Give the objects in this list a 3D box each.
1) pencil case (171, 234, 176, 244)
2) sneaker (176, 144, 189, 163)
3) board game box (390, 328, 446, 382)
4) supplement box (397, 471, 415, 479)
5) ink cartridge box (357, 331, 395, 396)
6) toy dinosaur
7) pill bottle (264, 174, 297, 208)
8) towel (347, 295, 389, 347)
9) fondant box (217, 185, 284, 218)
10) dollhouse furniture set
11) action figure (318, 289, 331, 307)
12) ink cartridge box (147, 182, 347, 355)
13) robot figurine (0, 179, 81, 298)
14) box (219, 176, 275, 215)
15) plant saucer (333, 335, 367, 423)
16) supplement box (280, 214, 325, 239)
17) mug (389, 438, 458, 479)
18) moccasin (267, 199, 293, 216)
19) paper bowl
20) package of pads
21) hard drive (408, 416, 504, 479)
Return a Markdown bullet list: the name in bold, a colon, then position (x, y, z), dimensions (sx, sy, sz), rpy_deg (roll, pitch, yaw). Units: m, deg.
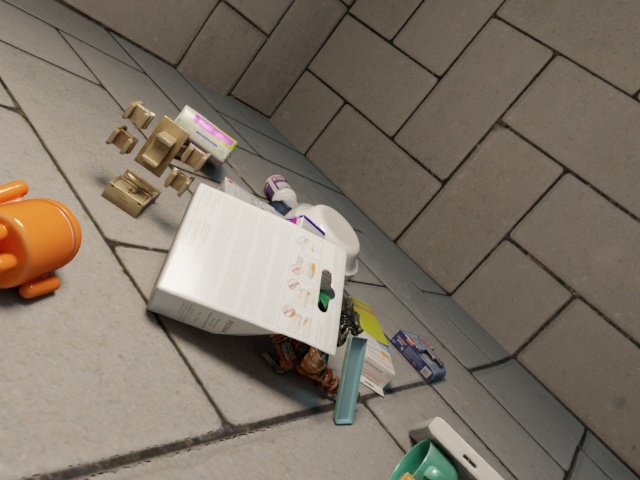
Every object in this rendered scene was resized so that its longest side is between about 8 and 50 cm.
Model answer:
- **pencil case**: position (-0.244, 0.026, 1.365), dimensions (0.133, 0.119, 0.306), rpy_deg (57, 18, 13)
- **sneaker**: position (-0.508, -0.330, 1.904), dimensions (0.071, 0.066, 0.188), rpy_deg (46, 15, 27)
- **board game box**: position (0.362, 0.399, 1.871), dimensions (0.194, 0.060, 0.194), rpy_deg (46, 16, 27)
- **supplement box**: position (0.146, 0.484, 0.975), dimensions (0.062, 0.098, 0.036), rpy_deg (43, -22, 17)
- **ink cartridge box**: position (0.146, 0.341, 1.495), dimensions (0.104, 0.062, 0.181), rpy_deg (36, 15, -13)
- **toy dinosaur**: position (-0.023, 0.240, 1.229), dimensions (0.164, 0.218, 0.322), rpy_deg (6, -47, 44)
- **pill bottle**: position (-0.164, -0.189, 2.257), dimensions (0.108, 0.108, 0.193), rpy_deg (29, 18, -36)
- **towel**: position (0.158, 0.276, 1.823), dimensions (0.102, 0.021, 0.237), rpy_deg (27, 19, -24)
- **fondant box**: position (-0.184, -0.022, 1.716), dimensions (0.330, 0.096, 0.238), rpy_deg (24, 21, -44)
- **dollhouse furniture set**: position (-0.422, -0.198, 1.349), dimensions (0.212, 0.242, 0.161), rpy_deg (37, 14, -13)
- **action figure**: position (-0.076, 0.126, 1.593), dimensions (0.232, 0.063, 0.137), rpy_deg (44, 16, 2)
- **ink cartridge box**: position (-0.137, 0.074, 1.161), dimensions (0.384, 0.091, 0.308), rpy_deg (25, 44, -16)
- **robot figurine**: position (-0.471, -0.002, 0.849), dimensions (0.158, 0.128, 0.219), rpy_deg (39, 14, -1)
- **box**: position (-0.220, -0.108, 1.619), dimensions (0.186, 0.038, 0.145), rpy_deg (34, 15, -23)
- **plant saucer**: position (0.066, 0.310, 1.193), dimensions (0.018, 0.192, 0.067), rpy_deg (3, -12, 39)
- **supplement box**: position (-0.081, 0.055, 1.433), dimensions (0.114, 0.111, 0.220), rpy_deg (40, 54, -44)
- **mug**: position (0.213, 0.488, 1.067), dimensions (0.097, 0.129, 0.158), rpy_deg (43, 12, 5)
- **moccasin**: position (-0.062, -0.046, 1.956), dimensions (0.342, 0.138, 0.116), rpy_deg (44, 48, 15)
- **paper bowl**: position (0.010, 0.003, 1.664), dimensions (0.284, 0.148, 0.284), rpy_deg (38, 26, -23)
- **package of pads**: position (-0.433, -0.375, 1.981), dimensions (0.229, 0.101, 0.296), rpy_deg (36, -7, -16)
- **hard drive**: position (0.299, 0.485, 1.187), dimensions (0.203, 0.040, 0.307), rpy_deg (43, -15, 16)
